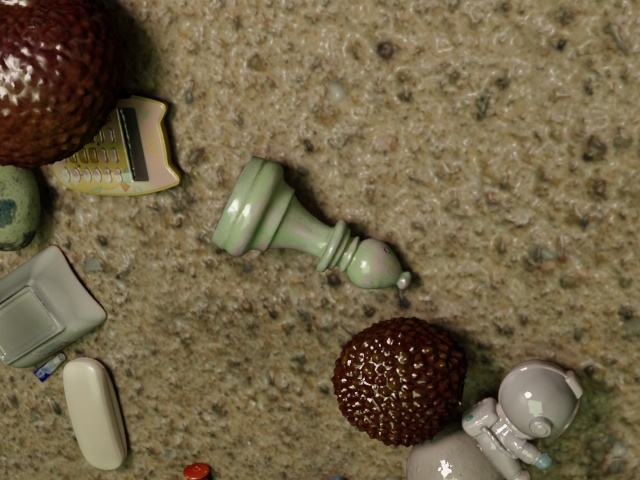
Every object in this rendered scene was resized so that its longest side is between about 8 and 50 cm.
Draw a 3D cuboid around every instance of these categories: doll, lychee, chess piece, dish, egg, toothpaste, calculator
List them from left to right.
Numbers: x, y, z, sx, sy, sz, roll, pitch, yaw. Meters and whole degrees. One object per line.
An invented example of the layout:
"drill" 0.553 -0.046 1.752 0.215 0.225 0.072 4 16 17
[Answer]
"egg" -0.491 -0.065 1.526 0.141 0.141 0.182 -17 113 26
"dish" -0.466 0.122 1.626 0.212 0.077 0.151 -30 99 28
"lychee" -0.384 -0.225 1.349 0.260 0.260 0.261 8 114 18
"toothpaste" -0.453 0.211 1.697 0.024 0.015 0.083 48 125 -5
"calculator" -0.309 -0.142 1.481 0.236 0.033 0.157 2 113 23
"chess piece" 0.000 0.000 1.382 0.271 0.139 0.139 25 119 -4
"lychee" 0.101 0.187 1.370 0.188 0.188 0.188 8 114 18
"doll" 0.239 0.265 1.382 0.151 0.151 0.287 41 116 1

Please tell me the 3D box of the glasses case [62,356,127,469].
"glasses case" -0.370 0.286 1.673 0.081 0.051 0.204 0 112 20

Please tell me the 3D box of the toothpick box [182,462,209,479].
"toothpick box" -0.197 0.406 1.661 0.047 0.047 0.083 2 111 20

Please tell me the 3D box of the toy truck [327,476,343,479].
"toy truck" 0.060 0.559 1.560 0.161 0.162 0.385 -28 101 28
